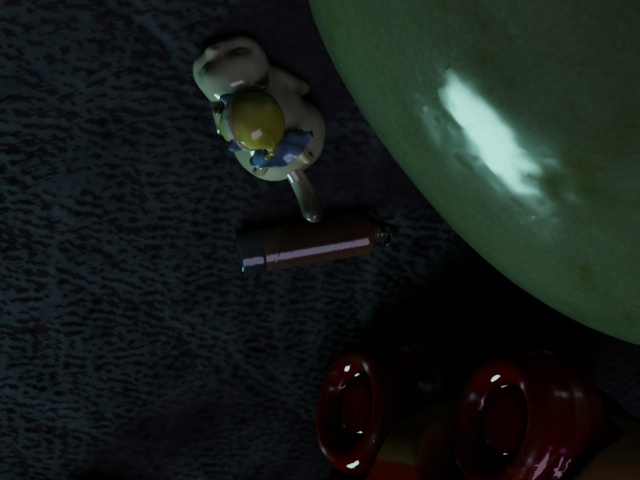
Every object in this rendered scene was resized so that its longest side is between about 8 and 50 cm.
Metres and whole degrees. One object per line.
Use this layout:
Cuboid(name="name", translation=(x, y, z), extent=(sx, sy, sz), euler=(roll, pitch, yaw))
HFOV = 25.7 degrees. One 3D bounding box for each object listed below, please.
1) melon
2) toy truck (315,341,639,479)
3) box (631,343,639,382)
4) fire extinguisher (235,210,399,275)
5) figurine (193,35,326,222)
Cuboid(name="melon", translation=(0.133, -0.089, 0.468), extent=(0.308, 0.271, 0.271), euler=(11, 131, -22))
Cuboid(name="toy truck", translation=(0.111, 0.181, 0.723), extent=(0.189, 0.239, 0.265), euler=(14, 172, -30))
Cuboid(name="box", translation=(0.279, -0.038, 0.622), extent=(0.325, 0.180, 0.047), euler=(-37, 110, 21))
Cuboid(name="fire extinguisher", translation=(0.000, 0.000, 0.691), extent=(0.083, 0.022, 0.028), euler=(-10, 176, -8))
Cuboid(name="figurine", translation=(-0.022, -0.048, 0.611), extent=(0.047, 0.050, 0.083), euler=(-33, 136, 10))
